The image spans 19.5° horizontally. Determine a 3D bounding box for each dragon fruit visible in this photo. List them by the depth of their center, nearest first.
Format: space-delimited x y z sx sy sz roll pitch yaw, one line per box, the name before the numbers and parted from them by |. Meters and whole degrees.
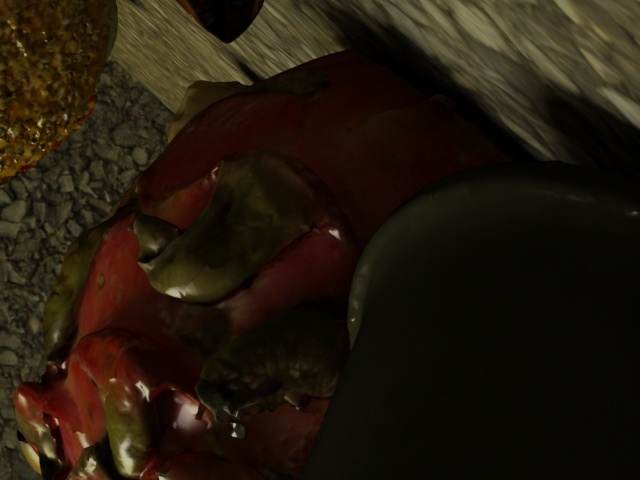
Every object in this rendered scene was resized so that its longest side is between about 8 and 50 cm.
dragon fruit | -0.018 0.065 0.880 0.250 0.291 0.269 37 -179 -23

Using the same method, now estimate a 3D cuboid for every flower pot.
flower pot | 0.080 0.122 0.627 0.269 0.166 0.269 30 144 25

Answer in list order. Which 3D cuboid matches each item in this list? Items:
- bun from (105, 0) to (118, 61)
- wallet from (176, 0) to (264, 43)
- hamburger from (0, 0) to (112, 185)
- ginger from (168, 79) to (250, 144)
bun | -0.256 -0.233 1.756 0.188 0.111 0.164 44 163 56
wallet | -0.095 -0.172 0.909 0.161 0.042 0.195 46 180 6
hamburger | -0.283 -0.163 1.321 0.179 0.276 0.294 -122 12 -62
ginger | 0.000 0.000 1.405 0.354 0.126 0.190 43 159 45
